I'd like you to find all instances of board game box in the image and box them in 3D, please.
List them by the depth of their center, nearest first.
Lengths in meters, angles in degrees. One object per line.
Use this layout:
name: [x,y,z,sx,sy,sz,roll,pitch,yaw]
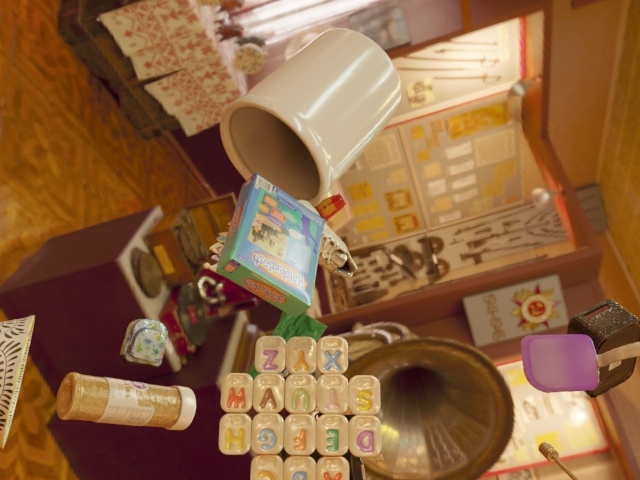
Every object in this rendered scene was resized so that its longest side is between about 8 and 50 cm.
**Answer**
board game box: [-0.077,0.005,1.059,0.160,0.047,0.210,34,39,-22]

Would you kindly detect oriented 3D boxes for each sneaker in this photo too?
sneaker: [0.000,0.000,1.472,0.129,0.111,0.297,38,2,35]

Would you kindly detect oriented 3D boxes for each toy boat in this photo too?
toy boat: [-0.037,-0.135,1.940,0.267,0.148,0.318,58,-2,-31]

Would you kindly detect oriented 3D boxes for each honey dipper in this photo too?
honey dipper: [0.511,0.479,1.321,0.160,0.031,0.030,-125,-164,-70]

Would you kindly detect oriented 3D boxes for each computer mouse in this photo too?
computer mouse: [0.089,0.523,1.499,0.060,0.184,0.261,-13,91,-46]

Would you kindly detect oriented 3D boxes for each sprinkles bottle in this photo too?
sprinkles bottle: [-0.514,0.437,1.696,0.356,0.121,0.121,20,48,-40]

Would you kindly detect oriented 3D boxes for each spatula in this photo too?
spatula: [0.408,0.141,0.801,0.030,0.297,0.084,41,43,-43]

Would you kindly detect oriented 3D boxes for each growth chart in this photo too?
growth chart: [-0.183,0.020,1.545,0.237,0.172,0.021,-60,163,-47]

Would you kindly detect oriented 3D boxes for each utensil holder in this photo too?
utensil holder: [-0.016,-0.324,1.638,0.385,0.328,0.327,-50,136,-30]

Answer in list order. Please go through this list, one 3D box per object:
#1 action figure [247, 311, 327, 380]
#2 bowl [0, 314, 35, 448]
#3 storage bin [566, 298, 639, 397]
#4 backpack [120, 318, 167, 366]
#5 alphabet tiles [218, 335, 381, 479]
action figure: [-0.096,0.269,1.444,0.137,0.232,0.063,21,-24,41]
bowl: [-0.423,0.172,0.799,0.170,0.080,0.170,-166,-90,-70]
storage bin: [0.589,0.227,1.321,0.084,0.122,0.180,48,-25,50]
backpack: [-0.437,0.255,1.584,0.105,0.084,0.114,19,67,-31]
alphabet tiles: [-0.036,0.305,1.110,0.021,0.284,0.277,86,5,-71]
